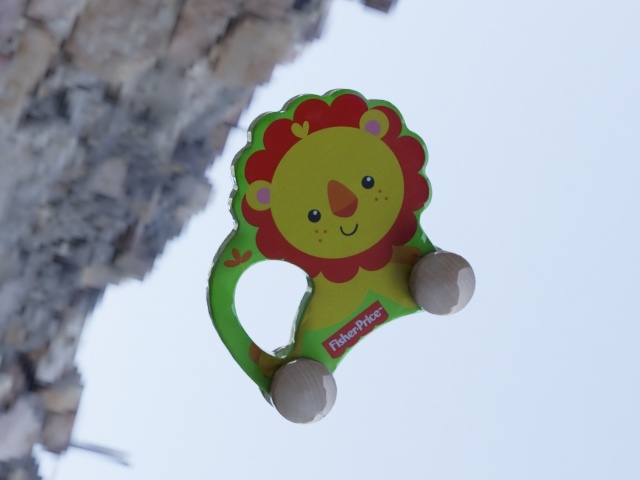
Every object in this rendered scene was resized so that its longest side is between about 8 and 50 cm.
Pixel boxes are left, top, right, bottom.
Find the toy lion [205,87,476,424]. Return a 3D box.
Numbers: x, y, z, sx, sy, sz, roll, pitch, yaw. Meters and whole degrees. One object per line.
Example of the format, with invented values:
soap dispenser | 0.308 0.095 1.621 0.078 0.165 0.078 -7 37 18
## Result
toy lion | 0.000 0.000 0.634 0.100 0.096 0.034 -38 -168 -6
